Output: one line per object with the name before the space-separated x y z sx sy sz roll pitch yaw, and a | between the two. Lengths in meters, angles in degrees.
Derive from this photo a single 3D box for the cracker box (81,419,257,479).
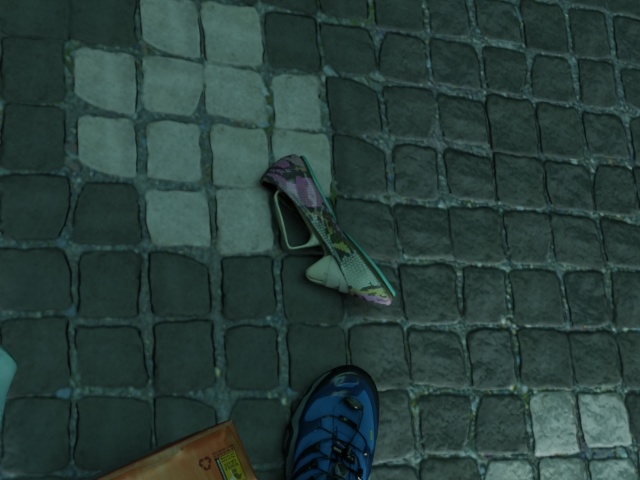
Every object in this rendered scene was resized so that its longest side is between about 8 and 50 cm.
cracker box | -0.178 0.244 1.040 0.155 0.232 0.067 -21 84 -30

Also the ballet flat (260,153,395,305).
ballet flat | 0.000 0.000 1.310 0.079 0.077 0.221 -32 84 -12

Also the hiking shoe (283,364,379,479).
hiking shoe | 0.014 0.274 1.182 0.113 0.132 0.304 26 64 -17

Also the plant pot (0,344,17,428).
plant pot | -0.398 0.179 0.924 0.271 0.271 0.255 28 66 -15
